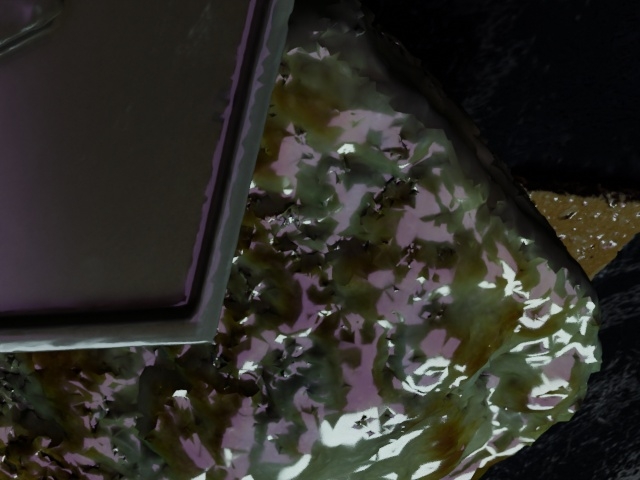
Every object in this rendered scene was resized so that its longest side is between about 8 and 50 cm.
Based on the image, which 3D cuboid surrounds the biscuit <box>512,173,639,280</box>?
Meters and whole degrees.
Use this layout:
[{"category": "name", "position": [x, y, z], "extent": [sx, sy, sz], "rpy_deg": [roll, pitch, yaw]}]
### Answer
[{"category": "biscuit", "position": [0.145, -0.001, 1.253], "extent": [0.237, 0.026, 0.131], "rpy_deg": [4, 136, -36]}]

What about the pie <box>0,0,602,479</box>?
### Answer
[{"category": "pie", "position": [-0.030, 0.059, 1.003], "extent": [0.395, 0.180, 0.418], "rpy_deg": [33, 121, -23]}]

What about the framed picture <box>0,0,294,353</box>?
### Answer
[{"category": "framed picture", "position": [-0.151, -0.138, 0.723], "extent": [0.326, 0.028, 0.446], "rpy_deg": [-1, 120, -31]}]
